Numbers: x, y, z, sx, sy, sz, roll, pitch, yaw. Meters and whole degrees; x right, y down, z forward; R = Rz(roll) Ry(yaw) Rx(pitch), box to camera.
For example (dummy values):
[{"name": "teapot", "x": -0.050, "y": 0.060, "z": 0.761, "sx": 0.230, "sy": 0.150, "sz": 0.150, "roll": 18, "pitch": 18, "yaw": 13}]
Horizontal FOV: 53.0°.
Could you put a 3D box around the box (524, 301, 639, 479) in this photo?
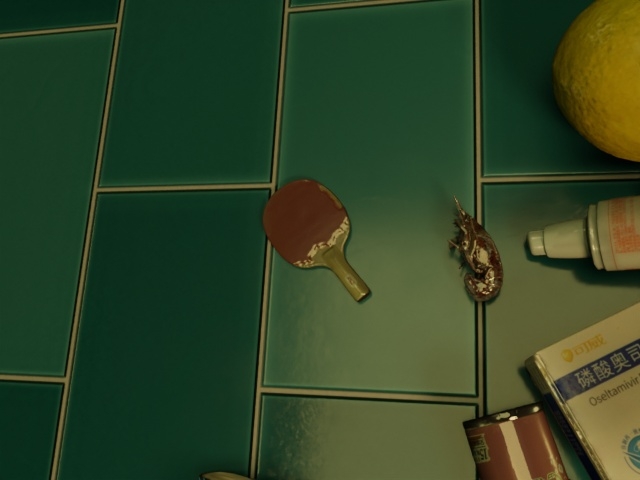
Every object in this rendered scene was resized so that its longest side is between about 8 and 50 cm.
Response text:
[{"name": "box", "x": 0.462, "y": 0.166, "z": 0.815, "sx": 0.343, "sy": 0.065, "sz": 0.200, "roll": -25, "pitch": 71, "yaw": -6}]

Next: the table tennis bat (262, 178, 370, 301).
[{"name": "table tennis bat", "x": 0.000, "y": 0.000, "z": 1.021, "sx": 0.131, "sy": 0.022, "sz": 0.234, "roll": -39, "pitch": 69, "yaw": 0}]

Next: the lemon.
[{"name": "lemon", "x": 0.431, "y": -0.237, "z": 0.874, "sx": 0.240, "sy": 0.240, "sz": 0.219, "roll": -44, "pitch": 50, "yaw": -1}]

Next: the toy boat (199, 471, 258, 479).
[{"name": "toy boat", "x": -0.092, "y": 0.377, "z": 0.922, "sx": 0.210, "sy": 0.066, "sz": 0.084, "roll": 13, "pitch": 67, "yaw": 27}]

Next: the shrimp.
[{"name": "shrimp", "x": 0.222, "y": 0.009, "z": 0.948, "sx": 0.065, "sy": 0.056, "sz": 0.165, "roll": -26, "pitch": 68, "yaw": 12}]

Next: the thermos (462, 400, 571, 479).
[{"name": "thermos", "x": 0.292, "y": 0.380, "z": 0.815, "sx": 0.109, "sy": 0.136, "sz": 0.330, "roll": -30, "pitch": 67, "yaw": 38}]

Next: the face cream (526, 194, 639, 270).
[{"name": "face cream", "x": 0.409, "y": -0.008, "z": 0.876, "sx": 0.252, "sy": 0.101, "sz": 0.101, "roll": -8, "pitch": 73, "yaw": 30}]
